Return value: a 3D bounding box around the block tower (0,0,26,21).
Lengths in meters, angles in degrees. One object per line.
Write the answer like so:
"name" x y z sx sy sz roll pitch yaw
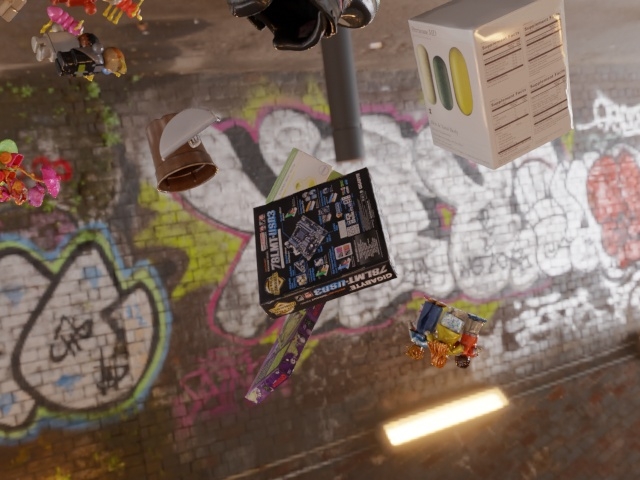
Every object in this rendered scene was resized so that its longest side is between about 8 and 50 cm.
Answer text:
"block tower" -0.726 -0.577 1.267 0.097 0.091 0.335 44 -177 42

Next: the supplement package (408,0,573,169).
"supplement package" 0.319 -0.310 1.233 0.198 0.263 0.199 -27 -148 -15

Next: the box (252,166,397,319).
"box" 0.000 0.000 1.456 0.293 0.296 0.073 -21 136 12

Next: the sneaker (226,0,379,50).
"sneaker" -0.039 -0.432 1.185 0.185 0.202 0.483 -8 -177 32

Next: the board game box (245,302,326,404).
"board game box" -0.089 0.297 1.925 0.208 0.056 0.347 -41 -166 43

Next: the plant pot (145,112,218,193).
"plant pot" -0.376 -0.234 1.741 0.167 0.165 0.167 -22 168 -5

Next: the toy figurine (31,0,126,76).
"toy figurine" -0.476 -0.436 1.303 0.148 0.210 0.213 -19 -146 -36

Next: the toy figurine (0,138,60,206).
"toy figurine" -0.724 -0.139 1.617 0.159 0.173 0.130 22 178 2

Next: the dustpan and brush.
"dustpan and brush" -0.293 -0.249 1.442 0.147 0.060 0.211 -35 -136 3

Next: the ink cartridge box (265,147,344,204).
"ink cartridge box" -0.005 -0.119 1.753 0.235 0.171 0.056 27 180 5

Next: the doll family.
"doll family" 0.291 0.239 1.700 0.118 0.163 0.263 20 180 -35

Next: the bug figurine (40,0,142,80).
"bug figurine" -0.556 -0.544 1.622 0.216 0.279 0.072 30 150 -34
